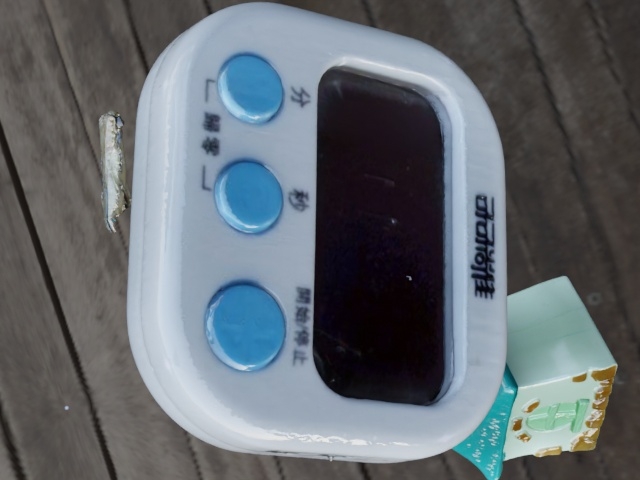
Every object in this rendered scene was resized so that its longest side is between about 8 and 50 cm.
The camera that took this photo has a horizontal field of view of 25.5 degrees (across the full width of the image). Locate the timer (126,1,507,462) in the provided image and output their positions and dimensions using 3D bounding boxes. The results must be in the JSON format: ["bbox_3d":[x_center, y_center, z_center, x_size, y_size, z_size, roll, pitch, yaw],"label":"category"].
[{"bbox_3d":[0.000,0.000,0.833,0.237,0.087,0.262,10,74,-32],"label":"timer"}]

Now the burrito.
[{"bbox_3d":[-0.284,-0.096,1.945,0.042,0.051,0.171,-4,114,-5],"label":"burrito"}]

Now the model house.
[{"bbox_3d":[0.142,0.113,1.117,0.149,0.127,0.100,-12,49,-10],"label":"model house"}]
